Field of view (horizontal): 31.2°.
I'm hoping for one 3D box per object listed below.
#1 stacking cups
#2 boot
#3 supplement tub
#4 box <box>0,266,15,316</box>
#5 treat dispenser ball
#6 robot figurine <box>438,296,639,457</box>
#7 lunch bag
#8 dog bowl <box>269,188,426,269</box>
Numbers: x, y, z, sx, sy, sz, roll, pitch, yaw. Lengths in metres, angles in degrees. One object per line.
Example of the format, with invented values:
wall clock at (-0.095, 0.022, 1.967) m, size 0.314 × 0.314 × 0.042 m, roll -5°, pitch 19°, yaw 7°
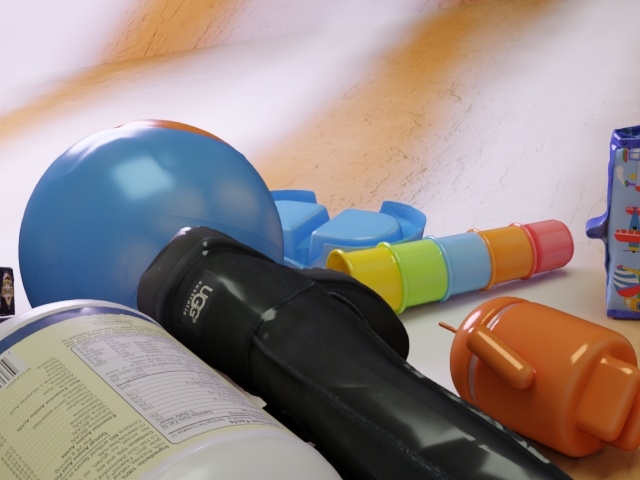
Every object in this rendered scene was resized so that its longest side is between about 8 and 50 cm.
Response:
stacking cups at (0.168, 0.037, 1.414) m, size 0.316 × 0.096 × 0.096 m, roll -8°, pitch 22°, yaw -21°
boot at (0.098, 0.165, 0.972) m, size 0.445 × 0.146 × 0.367 m, roll 29°, pitch 5°, yaw 38°
supplement tub at (-0.121, 0.205, 0.812) m, size 0.235 × 0.235 × 0.325 m, roll -20°, pitch 34°, yaw -34°
box at (-0.533, 0.068, 1.323) m, size 0.295 × 0.073 × 0.293 m, roll -4°, pitch -2°, yaw 0°
treat dispenser ball at (-0.183, 0.010, 1.257) m, size 0.288 × 0.288 × 0.288 m, roll -4°, pitch 22°, yaw 2°
robot figurine at (0.214, 0.127, 1.106) m, size 0.158 × 0.128 × 0.219 m, roll -21°, pitch 27°, yaw -36°
lunch bag at (0.451, -0.022, 1.304) m, size 0.293 × 0.221 × 0.138 m, roll 0°, pitch 22°, yaw 10°
dog bowl at (0.000, 0.000, 1.534) m, size 0.297 × 0.074 × 0.166 m, roll 9°, pitch 26°, yaw 29°
